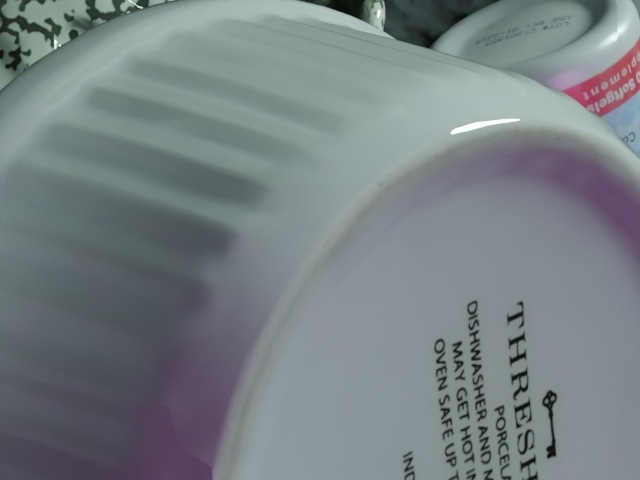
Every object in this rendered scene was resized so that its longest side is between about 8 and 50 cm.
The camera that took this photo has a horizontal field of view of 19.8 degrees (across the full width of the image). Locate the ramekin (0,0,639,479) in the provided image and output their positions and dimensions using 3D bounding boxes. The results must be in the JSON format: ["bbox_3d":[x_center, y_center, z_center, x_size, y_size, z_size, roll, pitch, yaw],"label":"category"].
[{"bbox_3d":[0.007,0.064,0.540,0.273,0.127,0.272,-9,103,-41],"label":"ramekin"}]

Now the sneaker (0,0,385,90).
[{"bbox_3d":[0.000,0.000,0.688,0.410,0.158,0.182,37,82,-47],"label":"sneaker"}]

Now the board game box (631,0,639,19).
[{"bbox_3d":[0.233,0.046,0.734,0.098,0.303,0.224,-23,130,-17],"label":"board game box"}]

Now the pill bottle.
[{"bbox_3d":[0.104,-0.015,0.736,0.087,0.087,0.160,-27,116,-11],"label":"pill bottle"}]
